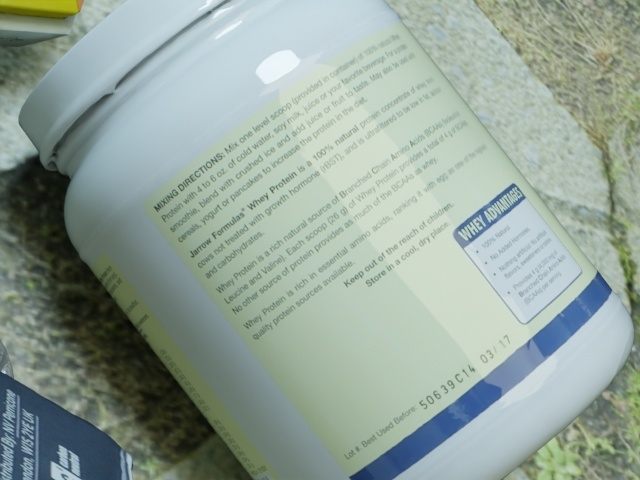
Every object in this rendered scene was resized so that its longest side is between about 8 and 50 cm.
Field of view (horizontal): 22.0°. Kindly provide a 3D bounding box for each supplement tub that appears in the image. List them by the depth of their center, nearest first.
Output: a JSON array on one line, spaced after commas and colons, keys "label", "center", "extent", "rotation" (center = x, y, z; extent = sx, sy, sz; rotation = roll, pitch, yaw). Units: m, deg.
[{"label": "supplement tub", "center": [0.000, 0.000, 0.965], "extent": [0.325, 0.235, 0.235], "rotation": [52, 43, 2]}]

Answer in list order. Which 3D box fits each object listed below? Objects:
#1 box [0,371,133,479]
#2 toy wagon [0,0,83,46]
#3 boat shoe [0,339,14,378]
[{"label": "box", "center": [-0.301, 0.127, 0.553], "extent": [0.395, 0.293, 0.212], "rotation": [34, 8, -17]}, {"label": "toy wagon", "center": [-0.224, -0.289, 0.972], "extent": [0.267, 0.068, 0.344], "rotation": [-13, 93, -69]}, {"label": "boat shoe", "center": [-0.308, 0.000, 0.795], "extent": [0.355, 0.130, 0.132], "rotation": [51, 46, -8]}]
